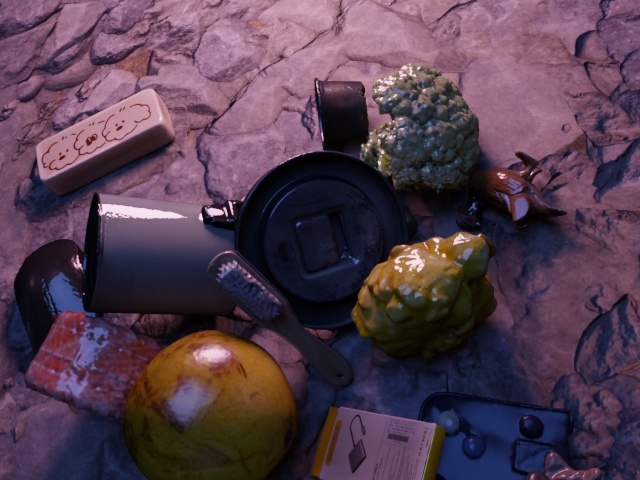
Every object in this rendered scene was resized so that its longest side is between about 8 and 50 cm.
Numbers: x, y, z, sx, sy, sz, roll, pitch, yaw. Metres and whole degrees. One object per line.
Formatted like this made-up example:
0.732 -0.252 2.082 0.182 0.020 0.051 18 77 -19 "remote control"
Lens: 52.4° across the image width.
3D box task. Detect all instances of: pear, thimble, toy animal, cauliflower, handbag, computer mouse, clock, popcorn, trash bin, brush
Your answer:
-0.175 0.287 1.069 0.280 0.281 0.281 -8 59 14 "pear"
-0.393 0.234 1.193 0.239 0.239 0.162 11 69 24 "thimble"
0.353 -0.068 1.211 0.188 0.089 0.179 41 97 32 "toy animal"
0.183 -0.202 1.292 0.250 0.275 0.272 -35 82 40 "cauliflower"
0.263 0.394 0.950 0.269 0.118 0.326 2 64 19 "handbag"
-0.574 0.117 1.405 0.168 0.087 0.295 -27 58 -2 "computer mouse"
0.000 -0.001 1.172 0.319 0.319 0.066 -42 15 -8 "clock"
0.178 0.081 1.093 0.266 0.233 0.192 -46 47 21 "popcorn"
-0.296 0.031 1.218 0.262 0.277 0.217 6 39 -26 "trash bin"
-0.061 0.143 1.106 0.070 0.327 0.065 -46 15 -3 "brush"

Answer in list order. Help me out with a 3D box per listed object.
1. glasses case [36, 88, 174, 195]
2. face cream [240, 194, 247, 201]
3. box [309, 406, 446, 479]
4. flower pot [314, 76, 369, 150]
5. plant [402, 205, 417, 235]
-0.533 -0.243 1.608 0.336 0.076 0.144 -27 56 2 "glasses case"
-0.099 -0.044 1.354 0.224 0.070 0.114 22 53 32 "face cream"
0.085 0.338 1.027 0.247 0.033 0.129 -7 59 52 "box"
0.047 -0.278 1.398 0.107 0.157 0.157 -9 58 -1 "flower pot"
0.148 -0.055 1.286 0.051 0.051 0.102 -35 51 -4 "plant"
